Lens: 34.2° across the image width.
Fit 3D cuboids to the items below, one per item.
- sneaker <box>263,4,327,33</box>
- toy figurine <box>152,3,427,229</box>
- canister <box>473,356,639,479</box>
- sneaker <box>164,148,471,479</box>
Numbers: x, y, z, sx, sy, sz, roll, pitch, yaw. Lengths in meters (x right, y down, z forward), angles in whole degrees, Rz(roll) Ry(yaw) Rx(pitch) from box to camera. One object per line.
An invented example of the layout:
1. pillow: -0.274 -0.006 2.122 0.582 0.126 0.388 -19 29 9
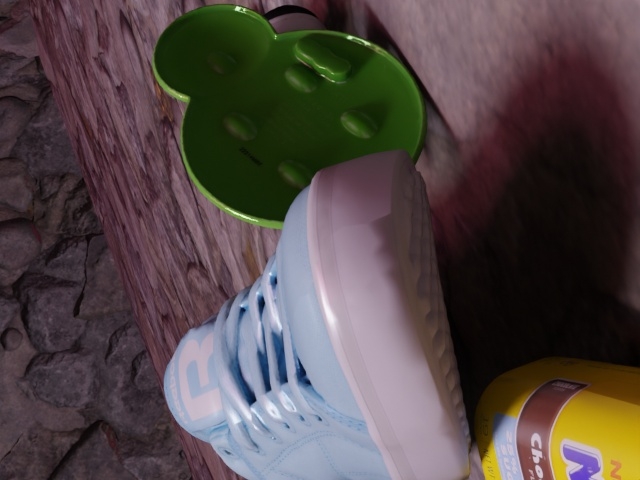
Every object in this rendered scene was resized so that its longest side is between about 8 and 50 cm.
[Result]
1. sneaker: -0.054 -0.120 0.727 0.217 0.079 0.121 116 143 -60
2. toy figurine: -0.017 -0.034 0.617 0.173 0.130 0.159 40 160 26
3. canister: 0.126 0.106 0.378 0.170 0.073 0.126 169 83 -76
4. sneaker: -0.011 0.073 0.525 0.366 0.150 0.135 80 180 -67
